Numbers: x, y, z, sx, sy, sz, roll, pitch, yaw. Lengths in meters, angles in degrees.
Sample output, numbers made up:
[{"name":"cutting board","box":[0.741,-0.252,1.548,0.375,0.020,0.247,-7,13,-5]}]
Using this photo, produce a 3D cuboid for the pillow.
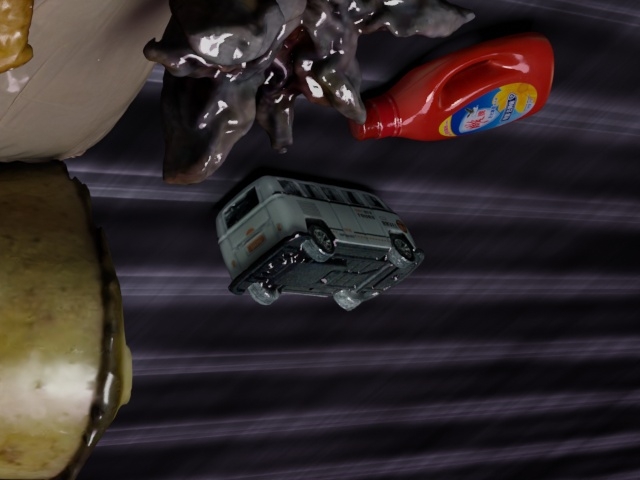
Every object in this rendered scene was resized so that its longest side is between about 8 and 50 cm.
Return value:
[{"name":"pillow","box":[-0.141,-0.137,1.089,0.173,0.067,0.270,-9,150,-46]}]

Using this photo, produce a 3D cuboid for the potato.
[{"name":"potato","box":[-0.261,0.051,1.172,0.243,0.285,0.242,-8,114,-19]}]

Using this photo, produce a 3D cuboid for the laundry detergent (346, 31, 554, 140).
[{"name":"laundry detergent","box":[0.100,-0.114,1.399,0.165,0.049,0.097,-16,147,-20]}]

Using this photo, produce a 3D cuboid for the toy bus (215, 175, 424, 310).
[{"name":"toy bus","box":[0.000,0.000,1.474,0.087,0.089,0.194,-39,153,29]}]

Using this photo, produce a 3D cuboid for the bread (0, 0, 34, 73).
[{"name":"bread","box":[-0.286,-0.134,0.871,0.294,0.132,0.167,-15,153,-22]}]

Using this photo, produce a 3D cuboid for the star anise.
[{"name":"star anise","box":[-0.016,-0.159,1.005,0.212,0.129,0.282,23,83,-53]}]
